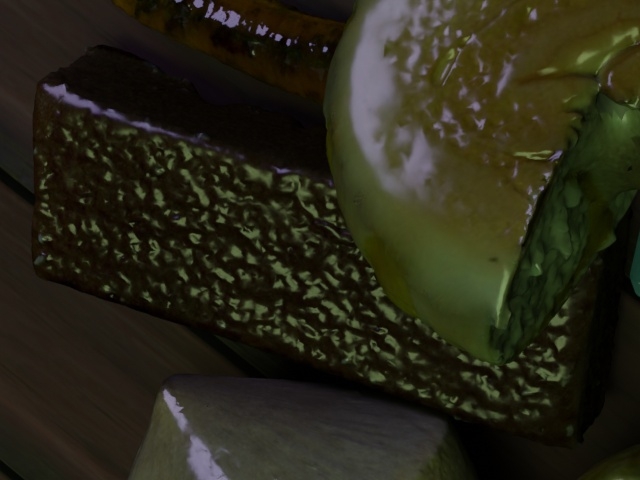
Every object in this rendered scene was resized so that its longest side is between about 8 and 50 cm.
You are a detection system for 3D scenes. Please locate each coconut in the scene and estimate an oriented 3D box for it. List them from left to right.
[{"bbox_3d":[-0.019,0.227,1.091,0.329,0.329,0.329,11,115,24],"label":"coconut"}]

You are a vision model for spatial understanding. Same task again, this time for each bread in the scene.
[{"bbox_3d":[0.000,0.000,1.078,0.416,0.113,0.165,18,121,19],"label":"bread"},{"bbox_3d":[0.165,-0.085,0.887,0.333,0.160,0.333,-8,68,19],"label":"bread"}]

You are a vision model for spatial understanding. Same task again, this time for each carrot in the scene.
[{"bbox_3d":[-0.014,-0.128,1.059,0.314,0.066,0.066,20,119,20],"label":"carrot"}]

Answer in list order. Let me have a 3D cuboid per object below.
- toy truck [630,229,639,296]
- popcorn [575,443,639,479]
[{"bbox_3d":[0.229,0.010,1.000,0.073,0.056,0.090,-35,79,44],"label":"toy truck"},{"bbox_3d":[0.235,0.227,1.005,0.204,0.184,0.221,-19,120,-10],"label":"popcorn"}]
